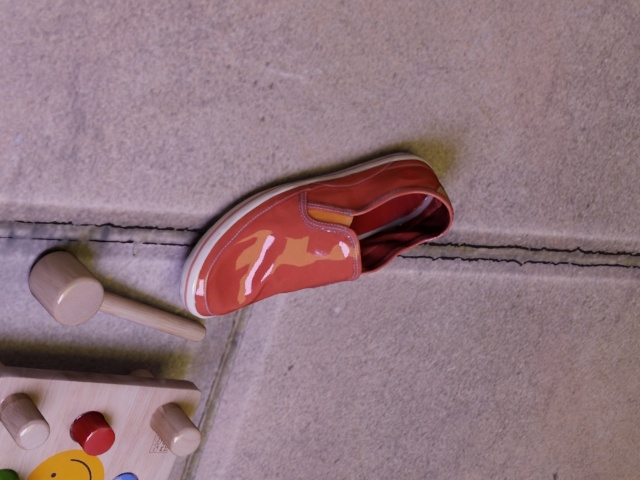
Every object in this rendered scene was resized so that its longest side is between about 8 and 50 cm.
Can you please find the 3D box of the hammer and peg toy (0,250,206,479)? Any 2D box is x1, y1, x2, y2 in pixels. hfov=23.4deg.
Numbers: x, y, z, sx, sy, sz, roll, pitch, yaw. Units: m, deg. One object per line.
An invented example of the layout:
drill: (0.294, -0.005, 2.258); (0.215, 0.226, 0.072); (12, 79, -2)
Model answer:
hammer and peg toy: (-0.244, 0.204, 1.594); (0.266, 0.127, 0.361); (10, 111, -40)

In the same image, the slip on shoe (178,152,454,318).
slip on shoe: (0.000, 0.000, 1.664); (0.331, 0.101, 0.123); (-22, 130, -23)
